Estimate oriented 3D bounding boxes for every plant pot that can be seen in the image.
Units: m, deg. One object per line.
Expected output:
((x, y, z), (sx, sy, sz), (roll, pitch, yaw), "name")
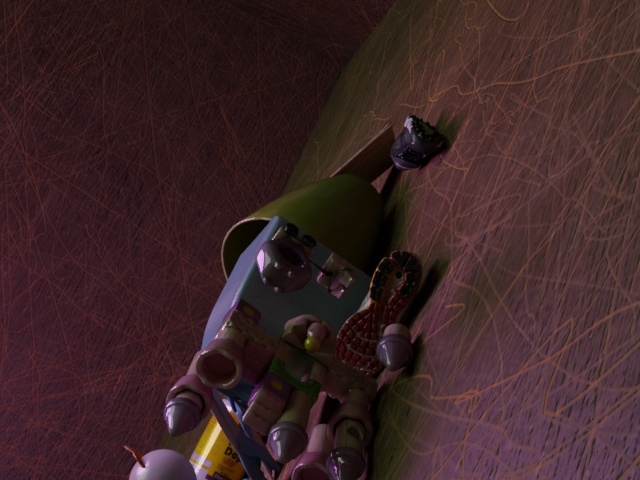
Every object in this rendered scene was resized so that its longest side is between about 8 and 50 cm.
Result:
((0.000, 0.000, 2.038), (0.293, 0.275, 0.275), (-47, -4, -44), "plant pot")
((-0.068, 0.157, 1.749), (0.252, 0.248, 0.247), (-58, 7, -26), "plant pot")

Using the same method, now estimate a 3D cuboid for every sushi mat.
((0.049, -0.115, 2.233), (0.316, 0.019, 0.151), (-42, -27, -18), "sushi mat")

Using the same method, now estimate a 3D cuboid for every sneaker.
((0.099, 0.119, 1.621), (0.225, 0.088, 0.093), (-60, -11, 11), "sneaker")
((0.184, -0.179, 2.034), (0.106, 0.078, 0.234), (-62, 5, 12), "sneaker")

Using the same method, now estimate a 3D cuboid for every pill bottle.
((-0.182, 0.407, 2.136), (0.215, 0.117, 0.117), (-63, 9, -10), "pill bottle")

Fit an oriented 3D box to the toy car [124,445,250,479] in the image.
((-0.242, 0.431, 1.746), (0.219, 0.238, 0.210), (-39, -9, -5), "toy car")

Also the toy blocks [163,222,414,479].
((-0.039, 0.206, 1.434), (0.309, 0.288, 0.260), (-54, 8, 25), "toy blocks")

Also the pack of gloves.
((-0.119, 0.332, 1.822), (0.046, 0.232, 0.195), (-26, 14, 6), "pack of gloves")
